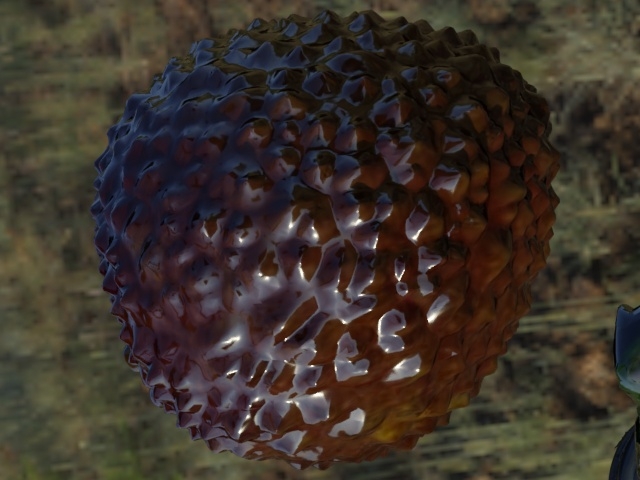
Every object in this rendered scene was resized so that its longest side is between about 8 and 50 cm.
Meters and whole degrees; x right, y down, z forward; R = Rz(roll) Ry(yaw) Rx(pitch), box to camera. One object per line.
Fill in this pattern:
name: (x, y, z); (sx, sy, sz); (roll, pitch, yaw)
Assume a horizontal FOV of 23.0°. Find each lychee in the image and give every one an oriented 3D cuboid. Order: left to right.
lychee: (0.000, 0.000, 0.911); (0.304, 0.275, 0.276); (-37, 50, 25)

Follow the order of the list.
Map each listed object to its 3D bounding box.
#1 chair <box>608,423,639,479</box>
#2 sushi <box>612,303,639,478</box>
chair: (0.168, 0.114, 0.697); (0.104, 0.095, 0.221); (50, 176, 11)
sushi: (0.165, 0.036, 0.442); (0.127, 0.124, 0.225); (55, 160, 26)
